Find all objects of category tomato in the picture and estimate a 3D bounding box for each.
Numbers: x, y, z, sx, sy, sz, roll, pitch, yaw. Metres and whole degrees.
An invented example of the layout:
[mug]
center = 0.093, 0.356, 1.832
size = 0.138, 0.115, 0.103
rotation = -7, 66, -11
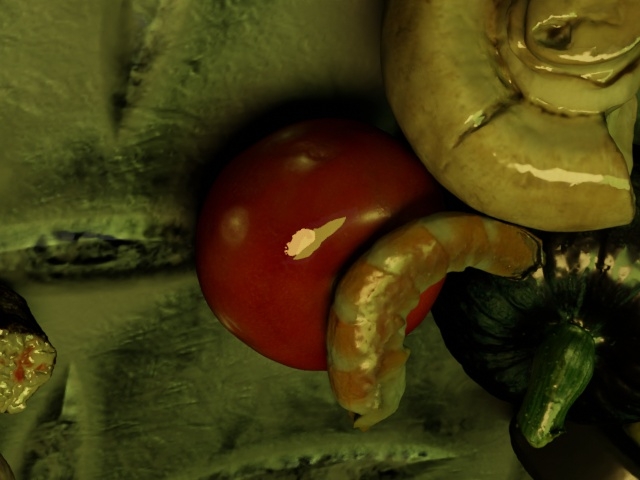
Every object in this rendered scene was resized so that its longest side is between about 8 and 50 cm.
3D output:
[tomato]
center = 0.000, 0.000, 1.421
size = 0.195, 0.136, 0.195
rotation = -16, 128, -21

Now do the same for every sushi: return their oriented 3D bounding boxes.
[sushi]
center = -0.260, 0.077, 1.358
size = 0.150, 0.078, 0.090
rotation = 4, 122, -36

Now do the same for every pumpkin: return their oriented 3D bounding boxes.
[pumpkin]
center = 0.194, 0.053, 1.489
size = 0.248, 0.248, 0.248
rotation = -17, 132, -20

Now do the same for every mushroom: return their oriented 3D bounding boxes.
[mushroom]
center = 0.134, -0.133, 1.340
size = 0.189, 0.254, 0.195
rotation = -2, 174, 4

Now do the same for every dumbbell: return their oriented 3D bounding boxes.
[dumbbell]
center = 0.332, 0.110, 1.671
size = 0.203, 0.204, 0.322
rotation = 28, 107, -43

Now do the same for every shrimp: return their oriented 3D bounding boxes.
[shrimp]
center = 0.080, 0.051, 1.383
size = 0.166, 0.049, 0.161
rotation = -12, 121, -28

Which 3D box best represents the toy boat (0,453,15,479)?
[toy boat]
center = -0.321, 0.168, 1.394
size = 0.227, 0.085, 0.155
rotation = 12, 137, -33
